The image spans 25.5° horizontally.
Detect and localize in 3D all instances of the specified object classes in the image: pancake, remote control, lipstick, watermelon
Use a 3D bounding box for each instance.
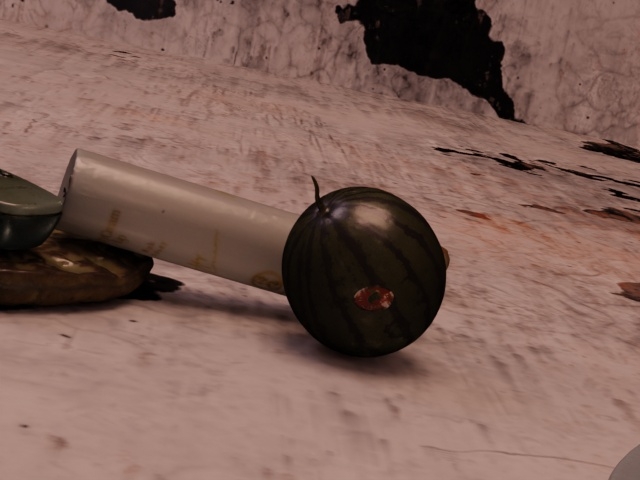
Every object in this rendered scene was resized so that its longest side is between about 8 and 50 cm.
[{"bbox_3d":[-0.252,-0.008,0.967,0.288,0.033,0.286,15,13,18],"label":"pancake"},{"bbox_3d":[-0.254,-0.038,0.923,0.222,0.042,0.072,18,13,37],"label":"remote control"},{"bbox_3d":[-0.051,0.001,0.968,0.264,0.059,0.059,17,9,-17],"label":"lipstick"},{"bbox_3d":[0.022,0.010,0.901,0.105,0.133,0.105,-23,28,13],"label":"watermelon"}]

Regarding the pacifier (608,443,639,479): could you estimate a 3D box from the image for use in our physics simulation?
[{"bbox_3d":[0.211,0.077,0.572,0.227,0.207,0.279,-7,12,-4],"label":"pacifier"}]

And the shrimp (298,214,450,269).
[{"bbox_3d":[0.000,0.002,1.135,0.217,0.051,0.115,7,5,-17],"label":"shrimp"}]
